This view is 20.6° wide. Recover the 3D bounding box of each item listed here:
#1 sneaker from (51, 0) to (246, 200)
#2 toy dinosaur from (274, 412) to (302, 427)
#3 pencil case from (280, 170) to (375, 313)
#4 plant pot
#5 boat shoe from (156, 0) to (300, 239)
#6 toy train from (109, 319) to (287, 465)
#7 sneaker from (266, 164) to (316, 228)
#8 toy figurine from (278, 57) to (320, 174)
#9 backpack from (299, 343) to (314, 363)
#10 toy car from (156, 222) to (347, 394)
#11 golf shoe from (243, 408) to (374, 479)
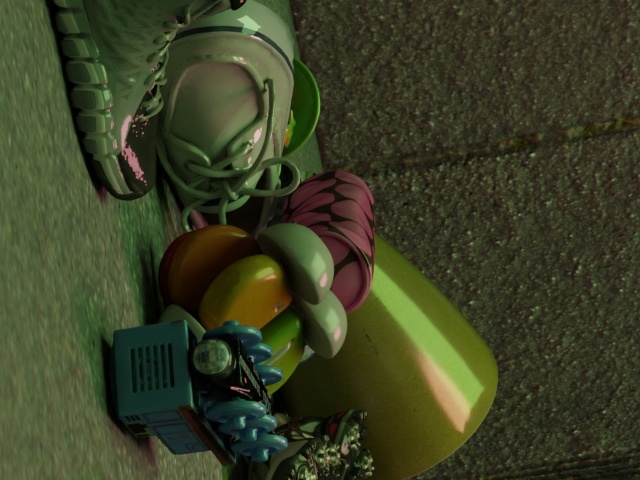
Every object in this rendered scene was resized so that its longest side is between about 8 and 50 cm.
[{"bbox_3d":[-0.111,-0.135,1.234,0.086,0.132,0.228,-93,172,-59],"label":"sneaker"},{"bbox_3d":[0.007,0.327,2.075,0.118,0.064,0.268,-50,120,-35],"label":"toy dinosaur"},{"bbox_3d":[0.000,0.000,1.611,0.209,0.098,0.095,-75,143,-74],"label":"pencil case"},{"bbox_3d":[0.039,0.106,2.178,0.274,0.275,0.293,-94,158,-54],"label":"plant pot"},{"bbox_3d":[-0.089,-0.076,1.573,0.367,0.136,0.156,97,-11,-68],"label":"boat shoe"},{"bbox_3d":[-0.084,0.110,1.255,0.184,0.105,0.080,70,15,-69],"label":"toy train"},{"bbox_3d":[-0.072,-0.013,2.047,0.084,0.097,0.234,-58,-176,40],"label":"sneaker"},{"bbox_3d":[-0.091,-0.139,1.949,0.159,0.130,0.173,14,91,-71],"label":"toy figurine"},{"bbox_3d":[-0.057,0.077,1.660,0.084,0.114,0.105,71,9,-67],"label":"backpack"},{"bbox_3d":[-0.074,0.058,1.457,0.136,0.159,0.182,40,-20,32],"label":"toy car"},{"bbox_3d":[-0.028,0.243,1.799,0.273,0.120,0.105,-20,106,-76],"label":"golf shoe"}]
